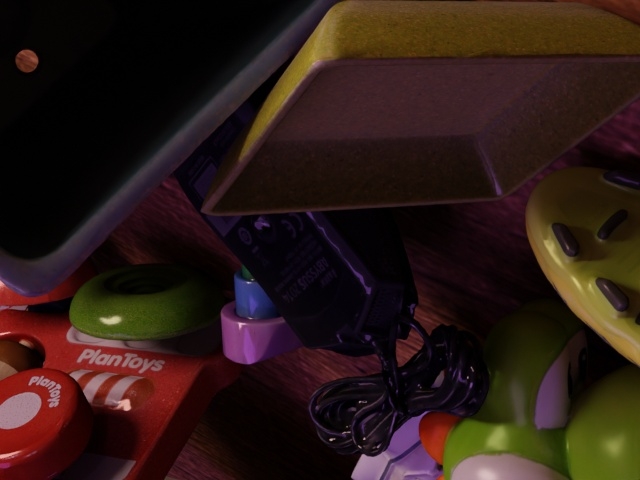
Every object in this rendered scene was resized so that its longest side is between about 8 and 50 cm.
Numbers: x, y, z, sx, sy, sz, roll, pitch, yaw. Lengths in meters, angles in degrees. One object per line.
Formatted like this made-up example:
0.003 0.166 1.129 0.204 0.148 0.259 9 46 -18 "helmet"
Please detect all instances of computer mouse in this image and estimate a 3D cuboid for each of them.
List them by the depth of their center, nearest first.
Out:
0.000 0.000 0.831 0.272 0.072 0.188 56 146 1 "computer mouse"

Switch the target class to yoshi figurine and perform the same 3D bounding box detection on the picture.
0.174 0.219 0.803 0.203 0.203 0.362 -125 31 -74 "yoshi figurine"

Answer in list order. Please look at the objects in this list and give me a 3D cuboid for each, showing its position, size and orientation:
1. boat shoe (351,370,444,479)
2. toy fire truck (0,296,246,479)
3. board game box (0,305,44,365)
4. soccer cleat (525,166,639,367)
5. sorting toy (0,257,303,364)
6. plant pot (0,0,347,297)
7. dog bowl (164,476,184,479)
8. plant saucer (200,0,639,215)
0.089 0.144 0.967 0.084 0.095 0.258 32 162 6 "boat shoe"
-0.228 0.138 1.098 0.302 0.254 0.169 3 131 30 "toy fire truck"
-0.328 0.077 1.276 0.147 0.045 0.193 15 137 -16 "board game box"
0.220 0.071 0.688 0.289 0.093 0.121 36 158 7 "soccer cleat"
-0.162 0.000 1.065 0.366 0.127 0.126 11 112 37 "sorting toy"
-0.172 -0.142 0.701 0.248 0.247 0.252 47 165 -15 "plant pot"
-0.126 0.308 1.254 0.349 0.102 0.349 16 176 1 "dog bowl"
0.049 -0.068 0.648 0.188 0.189 0.045 137 126 -62 "plant saucer"
